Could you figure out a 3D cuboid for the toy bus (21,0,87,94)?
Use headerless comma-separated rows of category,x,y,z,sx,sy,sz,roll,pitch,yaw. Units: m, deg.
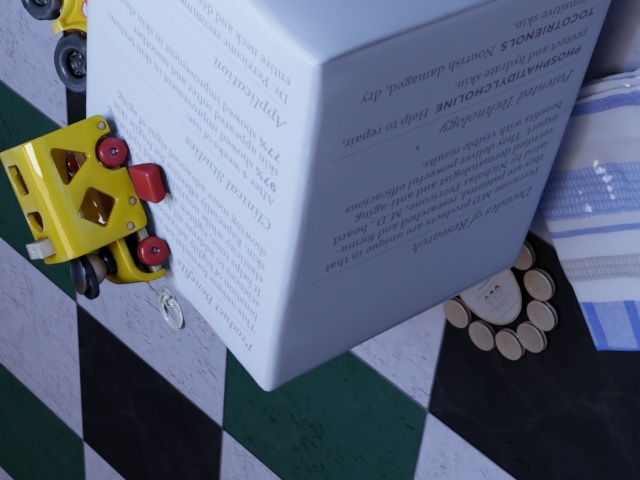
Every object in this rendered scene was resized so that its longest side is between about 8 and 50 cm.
toy bus,-0.227,-0.291,1.664,0.211,0.149,0.220,-26,92,42

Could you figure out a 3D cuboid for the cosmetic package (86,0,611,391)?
cosmetic package,0.005,-0.149,1.271,0.329,0.327,0.393,47,146,29

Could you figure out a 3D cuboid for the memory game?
memory game,0.182,0.047,1.519,0.186,0.012,0.186,32,139,33

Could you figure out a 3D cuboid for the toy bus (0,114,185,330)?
toy bus,-0.222,-0.015,1.305,0.202,0.104,0.191,45,146,32

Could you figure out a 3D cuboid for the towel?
towel,0.285,-0.020,1.321,0.209,0.034,0.285,-6,111,54
